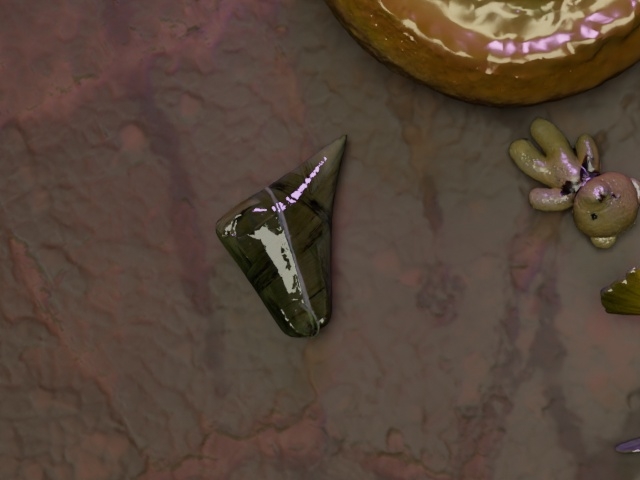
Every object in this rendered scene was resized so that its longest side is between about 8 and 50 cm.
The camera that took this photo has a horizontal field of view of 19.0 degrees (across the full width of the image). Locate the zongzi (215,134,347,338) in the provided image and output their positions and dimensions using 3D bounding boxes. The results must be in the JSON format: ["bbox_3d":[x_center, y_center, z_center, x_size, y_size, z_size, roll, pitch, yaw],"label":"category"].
[{"bbox_3d":[0.000,0.000,1.300,0.113,0.052,0.104,-34,91,-9],"label":"zongzi"}]

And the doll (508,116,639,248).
[{"bbox_3d":[0.171,-0.039,1.288,0.061,0.051,0.093,-49,53,3],"label":"doll"}]

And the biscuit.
[{"bbox_3d":[0.126,-0.234,1.249,0.296,0.102,0.296,0,95,-1],"label":"biscuit"}]

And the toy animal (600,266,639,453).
[{"bbox_3d":[0.268,0.032,1.242,0.155,0.219,0.095,-25,62,-31],"label":"toy animal"}]
